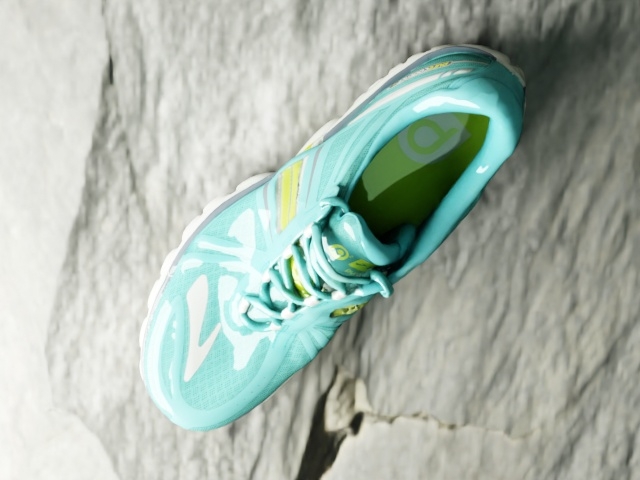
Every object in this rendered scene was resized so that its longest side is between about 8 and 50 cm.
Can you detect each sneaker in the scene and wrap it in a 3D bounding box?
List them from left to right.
[{"bbox_3d":[0.000,0.000,0.648,0.107,0.110,0.275,42,102,-11],"label":"sneaker"}]
